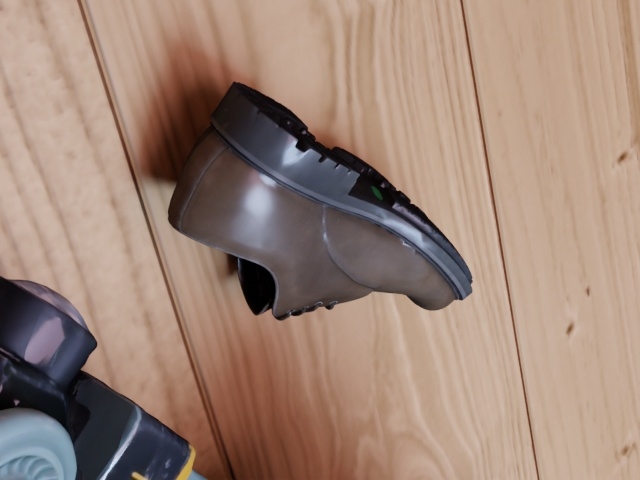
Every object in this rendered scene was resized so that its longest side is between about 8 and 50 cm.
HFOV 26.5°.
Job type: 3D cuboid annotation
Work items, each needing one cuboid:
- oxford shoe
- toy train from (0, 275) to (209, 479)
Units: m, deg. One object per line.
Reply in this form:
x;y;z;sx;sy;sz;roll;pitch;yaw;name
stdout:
0.000;0.000;0.727;0.227;0.083;0.096;28;102;-46;oxford shoe
-0.177;0.179;0.561;0.334;0.142;0.190;-59;145;-13;toy train
